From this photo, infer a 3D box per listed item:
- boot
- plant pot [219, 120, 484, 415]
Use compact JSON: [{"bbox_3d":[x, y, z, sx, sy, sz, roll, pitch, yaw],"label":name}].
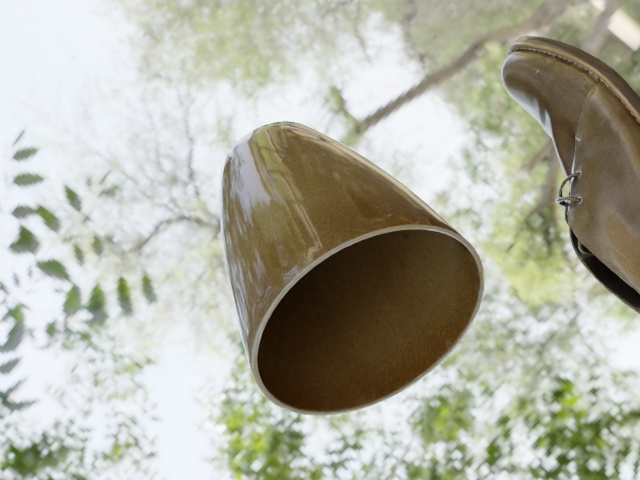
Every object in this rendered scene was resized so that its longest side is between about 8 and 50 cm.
[{"bbox_3d":[0.221,-0.055,0.969,0.305,0.115,0.112,51,-179,38],"label":"boot"},{"bbox_3d":[0.000,0.000,1.207,0.237,0.237,0.254,27,-157,-43],"label":"plant pot"}]
